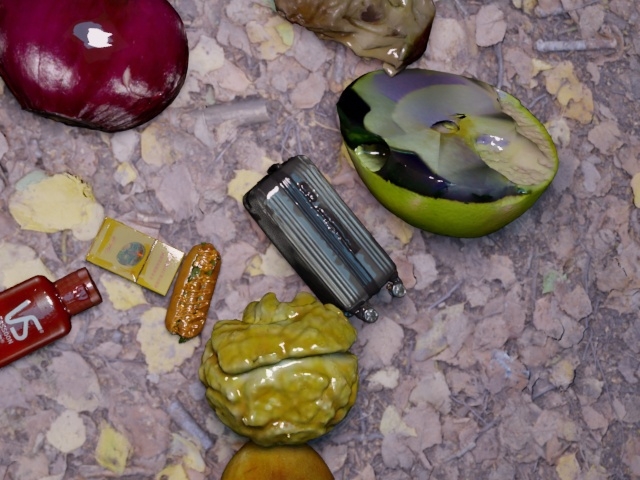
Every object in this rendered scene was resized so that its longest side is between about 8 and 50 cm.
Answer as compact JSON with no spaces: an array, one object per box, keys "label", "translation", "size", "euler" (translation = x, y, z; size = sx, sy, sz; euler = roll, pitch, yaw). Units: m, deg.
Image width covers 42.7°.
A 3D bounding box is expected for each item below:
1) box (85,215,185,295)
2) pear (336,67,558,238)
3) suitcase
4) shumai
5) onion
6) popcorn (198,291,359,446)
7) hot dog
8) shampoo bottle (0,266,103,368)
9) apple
[{"label":"box","translation":[-0.327,0.028,1.448],"size":[0.155,0.023,0.087],"euler":[25,88,-4]},{"label":"pear","translation":[0.214,-0.138,1.460],"size":[0.398,0.399,0.165],"euler":[2,129,-13]},{"label":"suitcase","translation":[0.000,0.000,1.440],"size":[0.128,0.202,0.312],"euler":[-40,98,-10]},{"label":"shumai","translation":[0.101,-0.454,1.447],"size":[0.346,0.217,0.283],"euler":[-39,90,-12]},{"label":"onion","translation":[-0.385,-0.319,1.335],"size":[0.336,0.260,0.282],"euler":[27,89,-12]},{"label":"popcorn","translation":[-0.071,0.218,1.388],"size":[0.282,0.247,0.282],"euler":[-6,116,-11]},{"label":"hot dog","translation":[-0.227,0.094,1.462],"size":[0.072,0.055,0.188],"euler":[17,84,-13]},{"label":"shampoo bottle","translation":[-0.527,0.145,1.383],"size":[0.314,0.076,0.118],"euler":[-26,92,-12]},{"label":"apple","translation":[-0.069,0.455,1.435],"size":[0.236,0.207,0.237],"euler":[-2,108,-7]}]
